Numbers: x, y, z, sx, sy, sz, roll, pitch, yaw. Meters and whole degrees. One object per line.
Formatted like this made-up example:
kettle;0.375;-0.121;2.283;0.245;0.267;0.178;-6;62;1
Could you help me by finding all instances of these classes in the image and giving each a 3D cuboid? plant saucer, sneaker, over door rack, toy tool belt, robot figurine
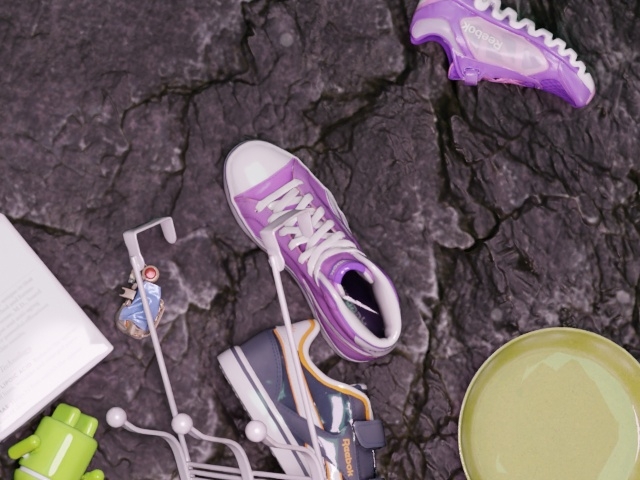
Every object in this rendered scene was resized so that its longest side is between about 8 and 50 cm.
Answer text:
plant saucer;0.267;0.218;2.020;0.241;0.037;0.241;1;83;-10
sneaker;0.020;0.233;1.931;0.127;0.126;0.321;-29;87;-6
sneaker;0.197;-0.210;2.041;0.236;0.095;0.104;34;85;1
over door rack;-0.112;0.135;1.842;0.108;0.239;0.324;-9;96;-45
sneaker;0.001;0.000;1.942;0.102;0.161;0.282;-37;89;-10
toy tool belt;-0.192;0.064;1.955;0.052;0.051;0.083;19;80;-7
robot figurine;-0.280;0.232;1.910;0.101;0.067;0.115;35;76;-34

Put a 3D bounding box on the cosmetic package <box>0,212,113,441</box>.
cosmetic package;-0.331;0.093;1.877;0.151;0.151;0.183;-40;90;-12
